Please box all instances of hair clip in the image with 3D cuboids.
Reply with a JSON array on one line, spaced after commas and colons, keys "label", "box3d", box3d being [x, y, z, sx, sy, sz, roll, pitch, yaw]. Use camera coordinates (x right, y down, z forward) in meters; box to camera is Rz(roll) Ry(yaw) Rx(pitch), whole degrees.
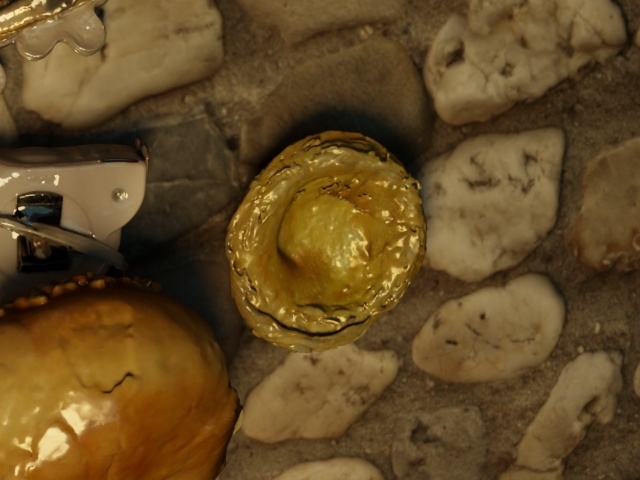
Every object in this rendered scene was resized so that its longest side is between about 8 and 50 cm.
[{"label": "hair clip", "box3d": [-0.344, -0.241, 1.353, 0.257, 0.075, 0.146, -27, 111, -8]}]

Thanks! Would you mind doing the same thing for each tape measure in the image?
[{"label": "tape measure", "box3d": [-0.318, -0.017, 1.397, 0.236, 0.120, 0.197, -3, 109, -20]}]

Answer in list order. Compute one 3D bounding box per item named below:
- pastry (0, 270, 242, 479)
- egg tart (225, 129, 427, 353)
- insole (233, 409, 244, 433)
[{"label": "pastry", "box3d": [-0.277, 0.208, 1.360, 0.410, 0.245, 0.409, -28, 149, -19]}, {"label": "egg tart", "box3d": [0.000, 0.000, 1.538, 0.288, 0.118, 0.288, -7, 107, -24]}, {"label": "insole", "box3d": [-0.181, 0.166, 1.564, 0.081, 0.011, 0.248, -41, 116, -9]}]
